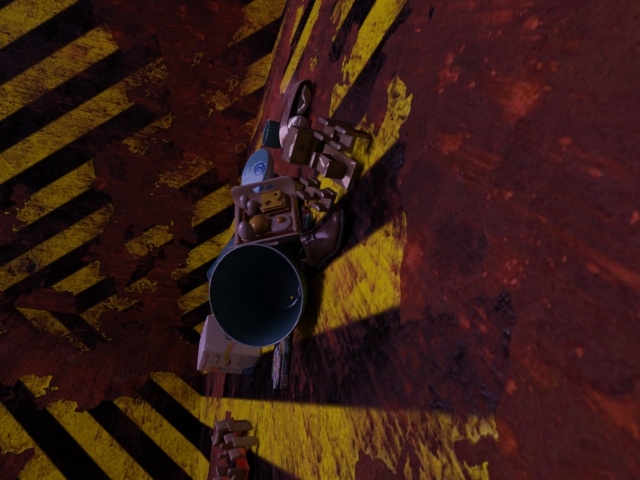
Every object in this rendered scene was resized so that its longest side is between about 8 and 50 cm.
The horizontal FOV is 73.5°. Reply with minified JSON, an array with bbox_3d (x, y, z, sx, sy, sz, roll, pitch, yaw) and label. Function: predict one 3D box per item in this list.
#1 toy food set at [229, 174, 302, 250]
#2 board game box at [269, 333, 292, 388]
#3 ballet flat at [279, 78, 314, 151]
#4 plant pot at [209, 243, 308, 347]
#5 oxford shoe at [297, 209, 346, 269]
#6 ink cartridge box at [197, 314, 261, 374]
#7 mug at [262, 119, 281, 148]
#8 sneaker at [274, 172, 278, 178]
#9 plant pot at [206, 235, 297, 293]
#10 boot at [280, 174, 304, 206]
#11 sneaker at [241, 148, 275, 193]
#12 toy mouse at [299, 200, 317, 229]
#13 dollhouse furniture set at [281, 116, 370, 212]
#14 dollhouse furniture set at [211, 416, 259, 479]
[{"bbox_3d":[-0.184,-0.093,1.387,0.092,0.220,0.306,75,-177,-45],"label":"toy food set"},{"bbox_3d":[-0.124,0.348,1.396,0.136,0.030,0.259,136,142,-64],"label":"board game box"},{"bbox_3d":[-0.088,-0.491,1.675,0.106,0.108,0.315,-8,72,57],"label":"ballet flat"},{"bbox_3d":[-0.153,0.152,1.276,0.195,0.290,0.290,-2,-75,-71],"label":"plant pot"},{"bbox_3d":[0.000,0.000,1.113,0.227,0.096,0.082,122,155,-45],"label":"oxford shoe"},{"bbox_3d":[-0.379,0.438,1.783,0.168,0.233,0.171,-96,24,-43],"label":"ink cartridge box"},{"bbox_3d":[-0.223,-0.531,2.109,0.129,0.098,0.157,142,137,-65],"label":"mug"},{"bbox_3d":[-0.207,-0.178,1.868,0.101,0.106,0.267,-25,76,62],"label":"sneaker"},{"bbox_3d":[-0.221,0.065,1.517,0.255,0.272,0.271,-61,21,9],"label":"plant pot"},{"bbox_3d":[-0.120,-0.157,1.610,0.213,0.077,0.165,-140,60,-69],"label":"boot"},{"bbox_3d":[-0.206,-0.184,1.688,0.127,0.208,0.318,6,84,33],"label":"sneaker"},{"bbox_3d":[-0.043,-0.075,1.392,0.161,0.031,0.143,-163,85,-72],"label":"toy mouse"},{"bbox_3d":[0.032,-0.215,1.148,0.242,0.161,0.212,43,123,44],"label":"dollhouse furniture set"},{"bbox_3d":[-0.311,0.787,1.605,0.259,0.135,0.261,39,117,58],"label":"dollhouse furniture set"}]
